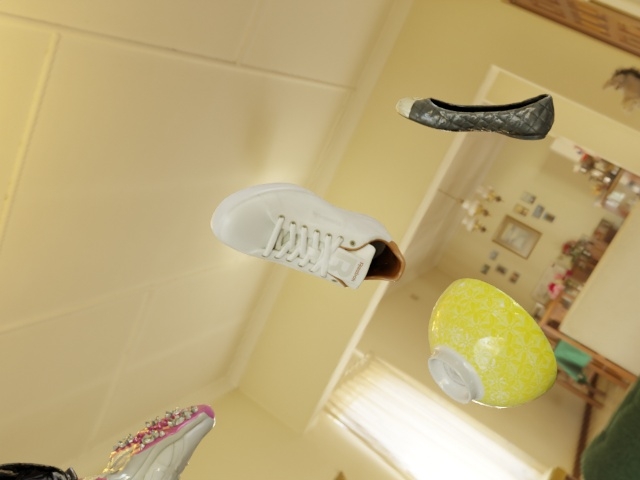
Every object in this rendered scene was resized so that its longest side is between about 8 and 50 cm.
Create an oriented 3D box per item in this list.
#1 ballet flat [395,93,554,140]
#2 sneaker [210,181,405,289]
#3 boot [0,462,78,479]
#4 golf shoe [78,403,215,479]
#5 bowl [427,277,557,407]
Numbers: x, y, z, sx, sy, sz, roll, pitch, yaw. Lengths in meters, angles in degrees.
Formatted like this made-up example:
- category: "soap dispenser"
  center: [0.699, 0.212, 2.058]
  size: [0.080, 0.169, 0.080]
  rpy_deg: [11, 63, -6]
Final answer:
- category: "ballet flat"
  center: [0.168, -0.145, 0.708]
  size: [0.057, 0.173, 0.049]
  rpy_deg: [-49, -36, -56]
- category: "sneaker"
  center: [0.000, 0.000, 0.867]
  size: [0.290, 0.123, 0.106]
  rpy_deg: [8, -64, -34]
- category: "boot"
  center: [-0.419, 0.322, 0.680]
  size: [0.229, 0.091, 0.263]
  rpy_deg: [-47, -23, 14]
- category: "golf shoe"
  center: [-0.264, 0.364, 0.944]
  size: [0.306, 0.140, 0.115]
  rpy_deg: [-35, 11, -38]
- category: "bowl"
  center: [0.313, 0.239, 1.309]
  size: [0.156, 0.289, 0.290]
  rpy_deg: [-35, -27, -23]
